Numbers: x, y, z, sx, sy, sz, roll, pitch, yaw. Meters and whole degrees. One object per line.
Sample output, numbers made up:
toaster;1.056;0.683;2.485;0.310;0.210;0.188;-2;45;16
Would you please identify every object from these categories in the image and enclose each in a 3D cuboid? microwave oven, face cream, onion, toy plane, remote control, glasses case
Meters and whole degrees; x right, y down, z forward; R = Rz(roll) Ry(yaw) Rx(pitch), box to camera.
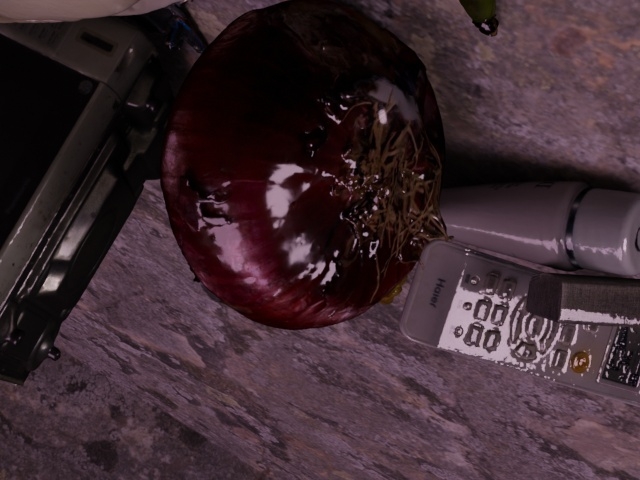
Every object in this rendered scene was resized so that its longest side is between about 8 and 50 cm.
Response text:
microwave oven;-0.346;-0.059;1.310;0.247;0.394;0.333;28;170;6
face cream;0.185;-0.022;1.200;0.314;0.089;0.143;8;-168;38
onion;-0.024;-0.071;1.088;0.232;0.314;0.314;8;148;39
toy plane;-0.172;-0.238;1.228;0.135;0.062;0.188;11;151;35
remote control;0.233;0.090;1.261;0.313;0.109;0.055;18;-179;-20
glasses case;0.312;0.060;1.156;0.205;0.047;0.071;4;-176;-17

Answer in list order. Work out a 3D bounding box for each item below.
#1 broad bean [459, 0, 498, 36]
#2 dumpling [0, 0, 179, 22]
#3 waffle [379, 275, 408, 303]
broad bean;0.113;-0.251;0.889;0.060;0.043;0.297;13;155;11
dumpling;-0.213;-0.291;1.065;0.243;0.187;0.318;14;155;-43
waffle;-0.001;0.002;1.536;0.254;0.052;0.245;24;158;12
